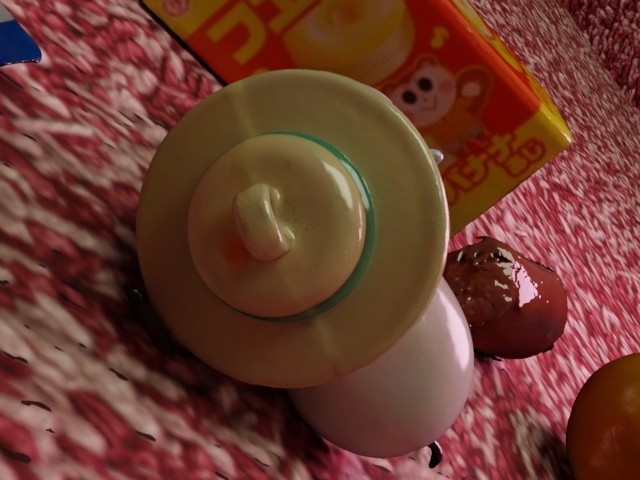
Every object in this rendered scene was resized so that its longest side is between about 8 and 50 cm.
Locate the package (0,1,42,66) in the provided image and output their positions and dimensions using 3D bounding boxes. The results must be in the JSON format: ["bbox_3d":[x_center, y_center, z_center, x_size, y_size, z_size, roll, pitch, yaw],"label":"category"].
[{"bbox_3d":[-0.205,-0.133,0.567,0.173,0.027,0.171,49,18,3],"label":"package"}]

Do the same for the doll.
[{"bbox_3d":[-0.007,-0.020,0.687,0.271,0.144,0.208,-99,167,-50],"label":"doll"}]

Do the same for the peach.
[{"bbox_3d":[0.231,0.139,0.933,0.138,0.138,0.138,44,19,-20],"label":"peach"}]

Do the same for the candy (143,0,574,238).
[{"bbox_3d":[0.026,-0.127,0.923,0.276,0.146,0.088,41,19,-24],"label":"candy"}]

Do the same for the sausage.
[{"bbox_3d":[0.120,0.042,0.934,0.141,0.076,0.076,25,31,-59],"label":"sausage"}]
